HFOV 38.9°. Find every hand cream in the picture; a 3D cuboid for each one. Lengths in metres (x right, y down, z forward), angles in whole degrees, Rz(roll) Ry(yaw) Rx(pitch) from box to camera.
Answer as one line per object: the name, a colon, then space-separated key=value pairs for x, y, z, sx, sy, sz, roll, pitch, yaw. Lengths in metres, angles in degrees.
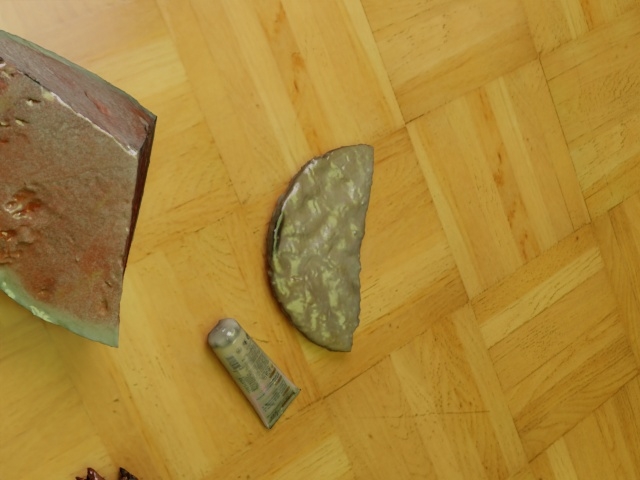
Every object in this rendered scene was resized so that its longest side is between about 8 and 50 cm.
hand cream: x=-0.075 y=0.144 z=1.012 sx=0.061 sy=0.039 sz=0.143 roll=-50 pitch=123 yaw=-28

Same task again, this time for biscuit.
biscuit: x=-0.003 y=0.003 z=1.050 sx=0.133 sy=0.032 sz=0.250 roll=7 pitch=88 yaw=-31

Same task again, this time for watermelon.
watermelon: x=-0.236 y=-0.050 z=0.830 sx=0.256 sy=0.176 sz=0.260 roll=-6 pitch=121 yaw=-51

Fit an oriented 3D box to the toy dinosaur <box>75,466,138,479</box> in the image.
toy dinosaur: x=-0.186 y=0.277 z=0.934 sx=0.154 sy=0.049 sz=0.055 roll=39 pitch=69 yaw=-20

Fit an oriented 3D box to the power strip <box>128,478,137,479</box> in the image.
power strip: x=-0.194 y=0.349 z=0.868 sx=0.253 sy=0.054 sz=0.167 roll=-43 pitch=113 yaw=-25
